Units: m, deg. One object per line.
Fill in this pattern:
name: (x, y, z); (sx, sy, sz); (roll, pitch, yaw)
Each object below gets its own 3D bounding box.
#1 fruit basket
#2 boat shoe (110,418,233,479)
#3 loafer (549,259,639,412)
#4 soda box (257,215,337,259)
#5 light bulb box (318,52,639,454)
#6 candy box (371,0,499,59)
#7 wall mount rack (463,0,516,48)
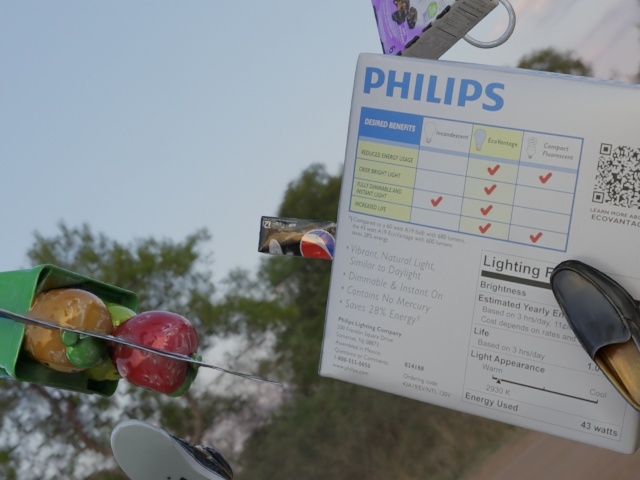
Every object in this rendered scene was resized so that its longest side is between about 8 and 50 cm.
fruit basket: (-0.272, 0.149, 1.493); (0.327, 0.353, 0.165); (30, -102, -63)
boat shoe: (-0.170, 0.256, 1.299); (0.065, 0.183, 0.083); (-47, 22, 4)
loafer: (0.271, 0.089, 1.041); (0.062, 0.170, 0.061); (-49, -17, 30)
soda box: (0.000, 0.000, 1.578); (0.060, 0.169, 0.053); (26, -111, -82)
light bulb box: (0.218, -0.003, 1.225); (0.225, 0.358, 0.361); (-12, -69, -63)
candy box: (0.176, -0.383, 1.778); (0.070, 0.164, 0.196); (17, -42, -34)
wall mount rack: (0.259, -0.543, 2.119); (0.304, 0.350, 0.130); (-48, -9, 2)
